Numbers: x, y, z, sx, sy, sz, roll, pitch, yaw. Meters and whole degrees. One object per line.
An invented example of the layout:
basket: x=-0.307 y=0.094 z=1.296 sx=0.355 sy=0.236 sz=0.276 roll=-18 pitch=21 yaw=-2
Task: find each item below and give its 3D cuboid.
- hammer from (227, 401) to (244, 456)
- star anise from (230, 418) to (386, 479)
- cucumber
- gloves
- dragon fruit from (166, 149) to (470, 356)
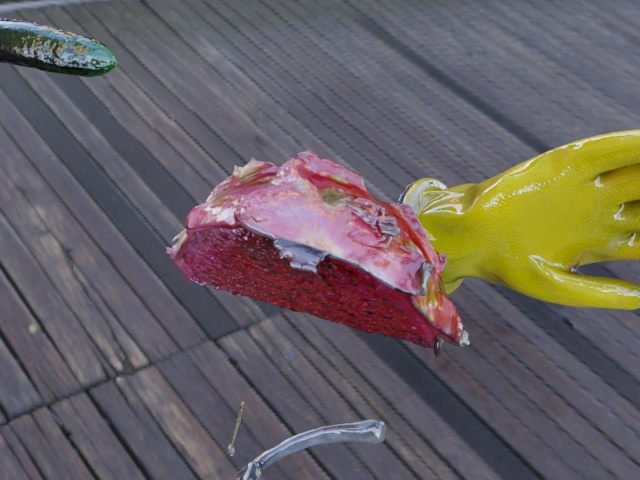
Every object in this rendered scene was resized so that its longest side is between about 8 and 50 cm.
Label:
hammer: x=-0.150 y=0.336 z=1.497 sx=0.014 sy=0.123 sz=0.029 roll=7 pitch=30 yaw=-17
star anise: x=-0.064 y=0.345 z=0.744 sx=0.359 sy=0.139 sz=0.316 roll=-18 pitch=53 yaw=-4
cucumber: x=-0.228 y=-0.143 z=0.608 sx=0.184 sy=0.036 sz=0.033 roll=12 pitch=18 yaw=20
gloves: x=0.216 y=-0.018 z=0.744 sx=0.294 sy=0.133 sz=0.116 roll=-7 pitch=46 yaw=42
dragon fruit: x=0.003 y=-0.011 z=0.695 sx=0.274 sy=0.161 sz=0.126 roll=15 pitch=71 yaw=18
